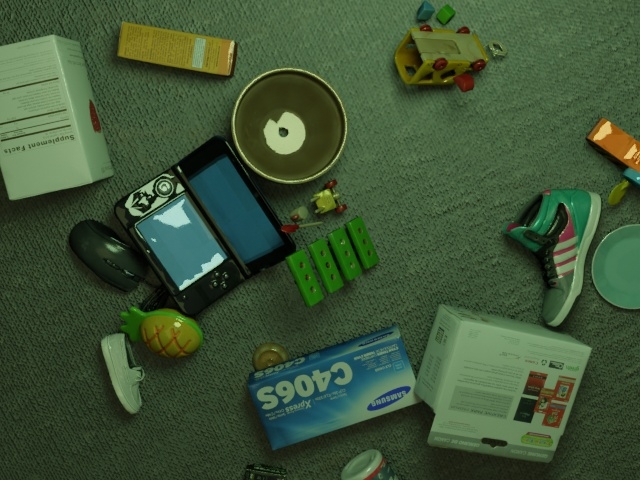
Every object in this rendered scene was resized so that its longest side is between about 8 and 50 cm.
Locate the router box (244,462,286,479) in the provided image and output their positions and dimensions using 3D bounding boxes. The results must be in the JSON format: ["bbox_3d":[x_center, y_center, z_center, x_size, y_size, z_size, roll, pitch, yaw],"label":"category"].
[{"bbox_3d":[-0.132,0.573,1.840,0.092,0.038,0.122,11,99,-1],"label":"router box"}]

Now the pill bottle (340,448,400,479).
[{"bbox_3d":[0.135,0.567,1.802,0.108,0.108,0.180,-34,98,6],"label":"pill bottle"}]

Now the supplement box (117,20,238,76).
[{"bbox_3d":[-0.292,-0.393,1.668,0.233,0.078,0.080,8,99,-1],"label":"supplement box"}]

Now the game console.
[{"bbox_3d":[-0.241,-0.024,1.670,0.250,0.173,0.293,-35,97,-17],"label":"game console"}]

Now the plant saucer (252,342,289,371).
[{"bbox_3d":[-0.111,0.269,1.803,0.083,0.015,0.083,0,99,0],"label":"plant saucer"}]

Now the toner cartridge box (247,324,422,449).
[{"bbox_3d":[0.031,0.321,1.772,0.348,0.075,0.165,-19,105,3],"label":"toner cartridge box"}]

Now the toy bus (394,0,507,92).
[{"bbox_3d":[0.251,-0.368,1.651,0.202,0.191,0.104,35,141,-4],"label":"toy bus"}]

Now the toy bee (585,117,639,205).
[{"bbox_3d":[0.683,-0.131,1.680,0.195,0.162,0.298,-33,73,14],"label":"toy bee"}]

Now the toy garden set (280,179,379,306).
[{"bbox_3d":[0.000,0.000,1.673,0.049,0.244,0.203,-18,98,43],"label":"toy garden set"}]

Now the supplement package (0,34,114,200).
[{"bbox_3d":[-0.555,-0.247,1.642,0.175,0.177,0.293,-12,99,2],"label":"supplement package"}]

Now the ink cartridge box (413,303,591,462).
[{"bbox_3d":[0.371,0.304,1.711,0.309,0.130,0.272,14,98,-16],"label":"ink cartridge box"}]

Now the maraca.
[{"bbox_3d":[-0.343,0.195,1.749,0.186,0.099,0.127,14,128,2],"label":"maraca"}]

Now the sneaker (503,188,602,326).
[{"bbox_3d":[0.466,0.023,1.701,0.178,0.124,0.295,14,91,-7],"label":"sneaker"}]

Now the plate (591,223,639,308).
[{"bbox_3d":[0.679,0.056,1.757,0.188,0.024,0.188,0,99,1],"label":"plate"}]

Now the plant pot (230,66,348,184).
[{"bbox_3d":[-0.070,-0.229,1.662,0.237,0.110,0.237,0,90,-12],"label":"plant pot"}]

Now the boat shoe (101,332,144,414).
[{"bbox_3d":[-0.424,0.291,1.791,0.063,0.066,0.184,-18,89,4],"label":"boat shoe"}]

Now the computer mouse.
[{"bbox_3d":[-0.408,0.030,1.745,0.262,0.060,0.184,44,98,-6],"label":"computer mouse"}]
